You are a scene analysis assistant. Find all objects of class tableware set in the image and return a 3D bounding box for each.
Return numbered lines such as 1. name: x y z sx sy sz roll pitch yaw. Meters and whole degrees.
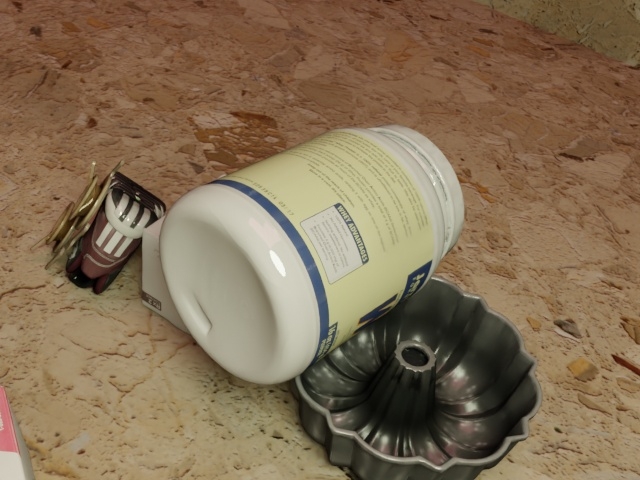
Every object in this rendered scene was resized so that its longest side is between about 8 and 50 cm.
1. tableware set: -0.360 -0.042 1.078 0.039 0.194 0.128 33 54 -22

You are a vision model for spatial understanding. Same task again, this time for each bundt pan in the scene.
1. bundt pan: 0.111 0.189 0.979 0.331 0.124 0.331 6 40 -5

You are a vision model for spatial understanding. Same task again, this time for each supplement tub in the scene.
1. supplement tub: 0.000 0.000 0.898 0.235 0.235 0.325 37 45 27

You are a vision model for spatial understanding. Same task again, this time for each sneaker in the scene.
1. sneaker: -0.324 -0.009 1.134 0.106 0.162 0.281 36 3 -12

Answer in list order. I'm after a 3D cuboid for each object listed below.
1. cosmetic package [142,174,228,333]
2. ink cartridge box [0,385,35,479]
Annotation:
1. cosmetic package: -0.142 0.029 1.085 0.151 0.151 0.184 27 42 18
2. ink cartridge box: -0.416 0.284 0.702 0.283 0.117 0.207 -17 39 -21
